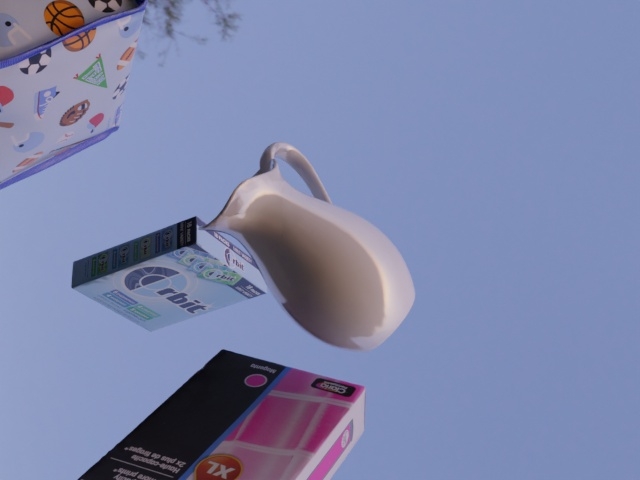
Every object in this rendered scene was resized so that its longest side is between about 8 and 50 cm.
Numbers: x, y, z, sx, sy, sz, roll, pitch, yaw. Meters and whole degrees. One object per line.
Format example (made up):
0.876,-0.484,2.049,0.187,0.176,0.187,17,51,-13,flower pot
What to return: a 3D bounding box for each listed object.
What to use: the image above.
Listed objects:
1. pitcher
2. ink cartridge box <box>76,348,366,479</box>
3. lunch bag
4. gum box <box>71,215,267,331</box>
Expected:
0.000,0.000,0.917,0.207,0.178,0.125,42,-51,-9,pitcher
-0.108,0.226,0.817,0.175,0.371,0.069,12,-61,22,ink cartridge box
-0.464,-0.224,1.216,0.239,0.385,0.328,47,-31,10,lunch bag
-0.184,0.047,1.122,0.184,0.157,0.041,-19,-124,21,gum box
